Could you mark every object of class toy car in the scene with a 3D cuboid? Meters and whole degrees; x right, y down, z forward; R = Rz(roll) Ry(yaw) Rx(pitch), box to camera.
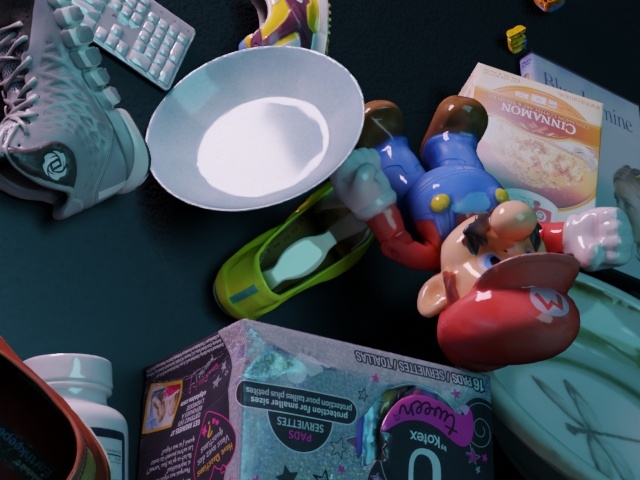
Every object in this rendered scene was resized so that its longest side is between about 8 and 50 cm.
[{"bbox_3d":[0.233,-0.257,1.570,0.122,0.060,0.041,-42,145,-23],"label":"toy car"}]

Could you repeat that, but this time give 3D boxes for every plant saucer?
[{"bbox_3d":[-0.054,-0.089,1.211,0.037,0.194,0.195,72,33,-49],"label":"plant saucer"},{"bbox_3d":[0.274,0.172,1.313,0.400,0.101,0.400,23,27,-12],"label":"plant saucer"}]

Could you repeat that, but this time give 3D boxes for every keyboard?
[{"bbox_3d":[-0.223,-0.227,1.209,0.256,0.014,0.072,33,54,-23],"label":"keyboard"}]

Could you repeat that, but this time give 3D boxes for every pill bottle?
[{"bbox_3d":[-0.188,0.173,1.028,0.094,0.094,0.169,11,66,-34],"label":"pill bottle"}]

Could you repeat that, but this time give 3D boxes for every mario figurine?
[{"bbox_3d":[0.136,-0.031,1.191,0.170,0.198,0.321,51,9,-42],"label":"mario figurine"}]

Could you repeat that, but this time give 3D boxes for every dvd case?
[{"bbox_3d":[0.297,-0.074,1.526,0.180,0.022,0.253,19,55,-30],"label":"dvd case"}]

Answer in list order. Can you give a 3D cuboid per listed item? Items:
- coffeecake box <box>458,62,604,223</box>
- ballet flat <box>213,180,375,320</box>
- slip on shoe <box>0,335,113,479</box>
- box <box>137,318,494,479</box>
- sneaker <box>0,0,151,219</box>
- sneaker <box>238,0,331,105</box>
[{"bbox_3d":[0.202,-0.070,1.402,0.142,0.068,0.186,17,56,-8],"label":"coffeecake box"},{"bbox_3d":[0.000,0.000,1.250,0.231,0.077,0.077,-36,94,-41],"label":"ballet flat"},{"bbox_3d":[-0.276,0.080,0.944,0.331,0.101,0.123,39,70,7],"label":"slip on shoe"},{"bbox_3d":[-0.001,0.171,1.126,0.247,0.163,0.142,15,64,-32],"label":"box"},{"bbox_3d":[-0.239,-0.119,1.112,0.132,0.086,0.229,-36,97,-38],"label":"sneaker"},{"bbox_3d":[-0.038,-0.151,1.296,0.083,0.069,0.186,8,65,-20],"label":"sneaker"}]
